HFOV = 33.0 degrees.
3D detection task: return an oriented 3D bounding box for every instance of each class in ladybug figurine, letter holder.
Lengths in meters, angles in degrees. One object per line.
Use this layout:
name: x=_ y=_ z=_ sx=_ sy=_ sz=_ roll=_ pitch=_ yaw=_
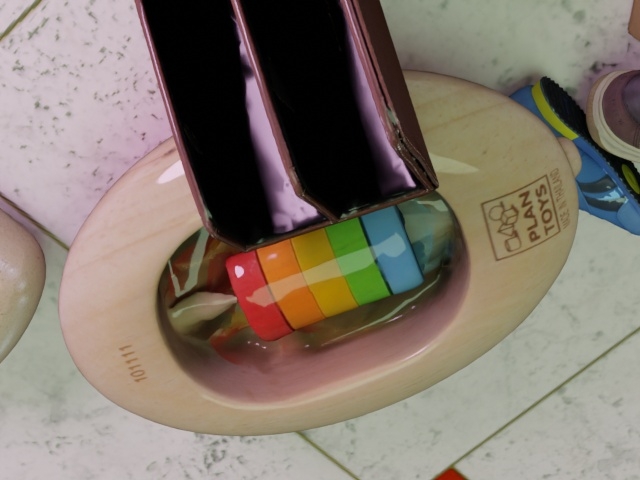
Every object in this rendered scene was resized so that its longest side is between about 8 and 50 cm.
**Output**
ladybug figurine: x=0.000 y=0.000 z=0.922 sx=0.449 sy=0.162 sz=0.305 roll=-18 pitch=118 yaw=3
letter holder: x=-0.046 y=-0.165 z=0.700 sx=0.152 sy=0.214 sz=0.302 roll=-18 pitch=82 yaw=8

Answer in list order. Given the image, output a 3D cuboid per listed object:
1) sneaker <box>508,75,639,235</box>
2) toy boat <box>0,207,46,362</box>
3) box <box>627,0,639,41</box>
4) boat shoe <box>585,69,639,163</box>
sneaker: x=0.232 y=-0.063 z=0.995 sx=0.082 sy=0.069 sz=0.209 roll=-35 pitch=123 yaw=29
toy boat: x=-0.407 y=0.064 z=0.919 sx=0.267 sy=0.148 sz=0.318 roll=30 pitch=104 yaw=-30
box: x=0.302 y=-0.231 z=0.843 sx=0.021 sy=0.164 sz=0.201 roll=-3 pitch=121 yaw=-11
boat shoe: x=0.377 y=-0.095 z=0.944 sx=0.285 sy=0.092 sz=0.103 roll=11 pitch=89 yaw=-13
